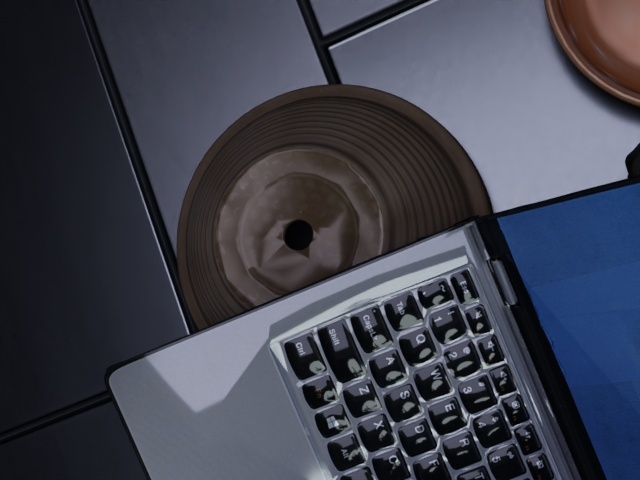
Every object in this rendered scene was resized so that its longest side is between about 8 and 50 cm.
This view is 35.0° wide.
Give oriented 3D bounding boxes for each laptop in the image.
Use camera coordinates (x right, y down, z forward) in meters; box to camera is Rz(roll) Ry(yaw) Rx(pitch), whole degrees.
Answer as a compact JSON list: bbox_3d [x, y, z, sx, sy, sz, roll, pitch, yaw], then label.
[{"bbox_3d":[0.111,0.191,0.532,0.407,0.236,0.382,-22,93,6],"label":"laptop"}]

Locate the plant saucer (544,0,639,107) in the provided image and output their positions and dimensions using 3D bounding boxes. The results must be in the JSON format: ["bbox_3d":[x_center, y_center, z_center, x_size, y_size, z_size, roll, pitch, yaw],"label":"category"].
[{"bbox_3d":[0.253,-0.181,0.692,0.199,0.037,0.200,-1,86,15],"label":"plant saucer"}]

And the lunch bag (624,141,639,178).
[{"bbox_3d":[0.349,0.026,0.558,0.256,0.212,0.305,-25,82,9],"label":"lunch bag"}]

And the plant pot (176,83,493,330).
[{"bbox_3d":[0.000,0.000,0.707,0.237,0.110,0.237,-1,85,14],"label":"plant pot"}]
